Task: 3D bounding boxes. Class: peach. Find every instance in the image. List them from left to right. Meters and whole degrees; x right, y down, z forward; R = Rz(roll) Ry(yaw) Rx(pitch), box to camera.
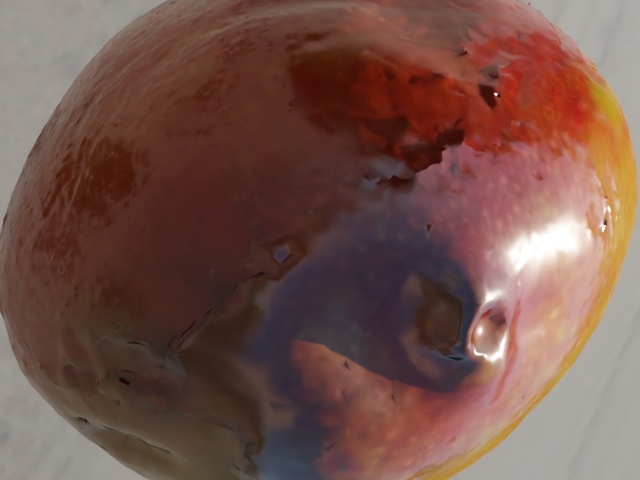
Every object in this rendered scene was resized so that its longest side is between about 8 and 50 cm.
[{"bbox_3d":[0.001,-0.002,1.043,0.372,0.372,0.290,-29,137,-52],"label":"peach"}]
